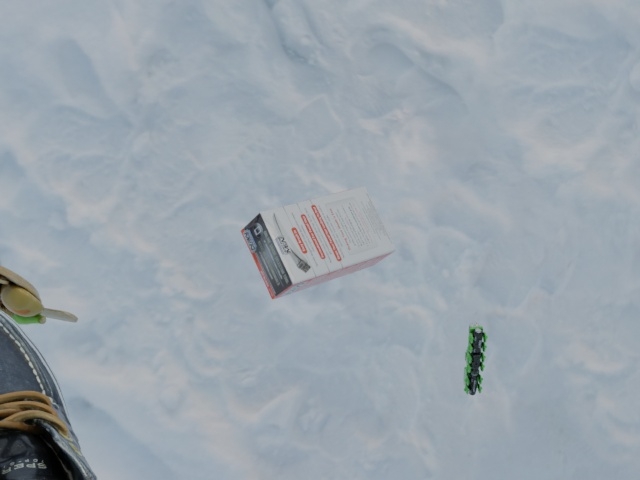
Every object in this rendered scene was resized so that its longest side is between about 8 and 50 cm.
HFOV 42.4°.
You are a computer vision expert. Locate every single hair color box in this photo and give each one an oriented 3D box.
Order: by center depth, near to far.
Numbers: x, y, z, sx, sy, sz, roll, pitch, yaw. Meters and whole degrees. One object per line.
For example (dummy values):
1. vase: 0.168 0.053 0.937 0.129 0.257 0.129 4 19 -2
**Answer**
1. hair color box: 0.000 0.000 0.976 0.053 0.167 0.093 -38 73 48

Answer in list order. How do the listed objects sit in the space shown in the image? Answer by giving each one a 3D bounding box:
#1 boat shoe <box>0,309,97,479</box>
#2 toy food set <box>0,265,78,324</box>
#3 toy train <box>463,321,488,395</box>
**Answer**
1. boat shoe: -0.117 0.082 0.315 0.183 0.065 0.083 60 143 29
2. toy food set: -0.399 0.062 1.006 0.132 0.192 0.039 5 59 28
3. toy train: 0.139 0.107 0.749 0.017 0.024 0.083 -4 127 -1
